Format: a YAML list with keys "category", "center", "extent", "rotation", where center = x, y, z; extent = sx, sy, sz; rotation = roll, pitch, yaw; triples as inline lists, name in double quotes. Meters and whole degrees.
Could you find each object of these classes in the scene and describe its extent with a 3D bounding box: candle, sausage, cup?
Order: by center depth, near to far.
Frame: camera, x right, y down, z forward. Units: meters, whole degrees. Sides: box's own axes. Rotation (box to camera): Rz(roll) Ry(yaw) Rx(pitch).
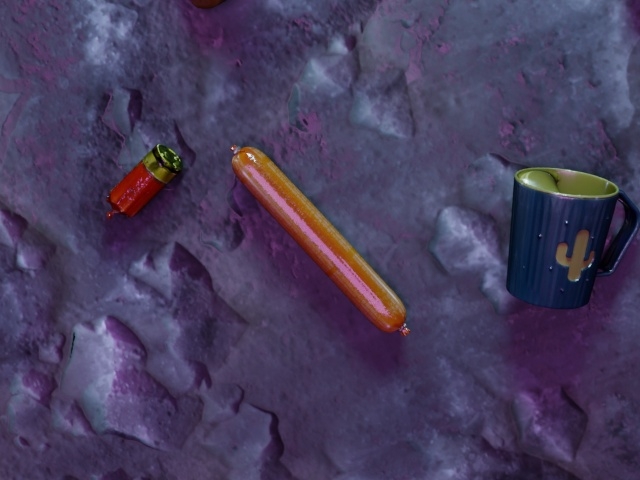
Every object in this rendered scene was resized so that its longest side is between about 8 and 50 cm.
- category: "cup"
  center: [0.321, -0.002, 1.441]
  extent: [0.177, 0.131, 0.155]
  rotation: [2, 109, -16]
- category: "sausage"
  center: [0.000, 0.000, 1.525]
  extent: [0.053, 0.053, 0.348]
  rotation: [-42, 92, 16]
- category: "candle"
  center: [-0.250, -0.073, 1.557]
  extent: [0.131, 0.052, 0.052]
  rotation: [-43, 92, 17]

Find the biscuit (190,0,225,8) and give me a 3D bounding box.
- category: "biscuit"
  center: [-0.159, -0.444, 1.415]
  extent: [0.301, 0.043, 0.278]
  rotation: [43, 134, 14]
